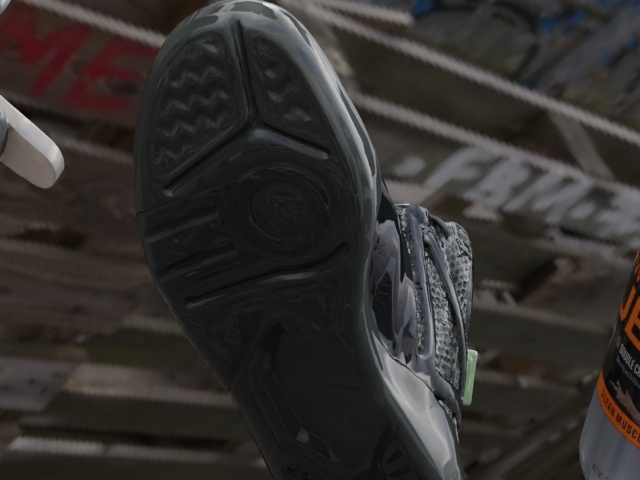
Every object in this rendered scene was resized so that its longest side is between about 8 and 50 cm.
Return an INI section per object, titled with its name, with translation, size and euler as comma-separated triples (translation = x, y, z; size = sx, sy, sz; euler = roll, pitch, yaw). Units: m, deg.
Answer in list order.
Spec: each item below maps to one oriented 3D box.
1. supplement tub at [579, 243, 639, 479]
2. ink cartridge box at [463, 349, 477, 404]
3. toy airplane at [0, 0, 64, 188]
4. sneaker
[supplement tub]
translation = 0.327, 0.055, 1.102
size = 0.207, 0.338, 0.207
euler = 9, 27, -5
[ink cartridge box]
translation = 0.001, 0.102, 1.366
size = 0.235, 0.171, 0.056
euler = 12, 83, -20
[toy airplane]
translation = -0.483, -0.209, 1.573
size = 0.386, 0.272, 0.384
euler = 27, -17, 28
[sneaker]
translation = 0.000, 0.000, 0.562
size = 0.130, 0.087, 0.227
euler = -80, 151, -55
